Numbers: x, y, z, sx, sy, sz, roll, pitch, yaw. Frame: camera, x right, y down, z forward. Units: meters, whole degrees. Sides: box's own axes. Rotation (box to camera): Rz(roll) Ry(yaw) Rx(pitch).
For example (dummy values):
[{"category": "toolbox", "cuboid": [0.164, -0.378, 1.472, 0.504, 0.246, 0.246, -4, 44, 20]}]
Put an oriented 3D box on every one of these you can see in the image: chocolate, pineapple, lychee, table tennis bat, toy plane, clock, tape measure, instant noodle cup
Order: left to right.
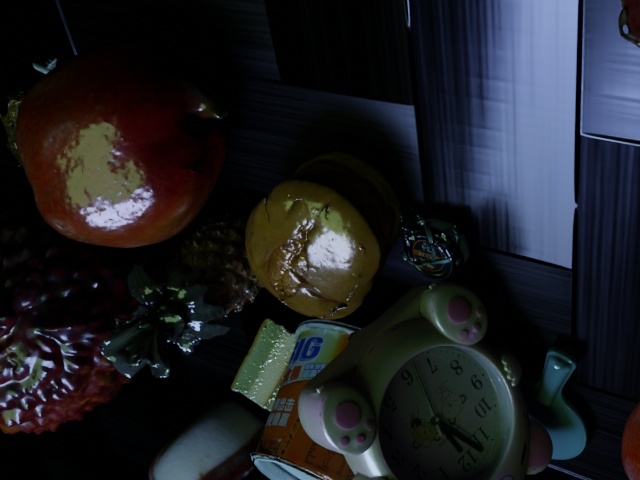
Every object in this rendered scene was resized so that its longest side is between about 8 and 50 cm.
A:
[{"category": "lychee", "cuboid": [-0.485, 0.119, 1.496, 0.425, 0.500, 0.424, 1, 93, 9]}, {"category": "pineapple", "cuboid": [-0.468, -0.163, 1.529, 0.225, 0.076, 0.225, 23, 140, 21]}, {"category": "toy plane", "cuboid": [-0.429, -0.268, 1.435, 0.084, 0.024, 0.078, 35, 147, 19]}, {"category": "pineapple", "cuboid": [-0.199, 0.080, 1.335, 0.170, 0.310, 0.141, 38, 140, 6]}, {"category": "chocolate", "cuboid": [-0.215, 0.439, 1.728, 0.186, 0.283, 0.283, 36, 142, 10]}, {"category": "instant noodle cup", "cuboid": [0.043, 0.283, 1.331, 0.296, 0.214, 0.296, 24, 156, 12]}, {"category": "tape measure", "cuboid": [0.148, 0.009, 1.176, 0.094, 0.054, 0.091, 26, 141, 30]}, {"category": "clock", "cuboid": [0.151, 0.240, 1.179, 0.309, 0.284, 0.114, 53, 160, -11]}, {"category": "table tennis bat", "cuboid": [0.313, 0.229, 1.255, 0.153, 0.040, 0.244, 30, 143, 22]}]

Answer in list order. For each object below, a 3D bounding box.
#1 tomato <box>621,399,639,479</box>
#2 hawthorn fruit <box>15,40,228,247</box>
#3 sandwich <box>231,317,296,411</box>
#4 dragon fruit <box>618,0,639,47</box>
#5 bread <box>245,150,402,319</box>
[{"category": "tomato", "cuboid": [0.447, 0.263, 1.083, 0.167, 0.167, 0.167, 23, 138, 23]}, {"category": "hawthorn fruit", "cuboid": [-0.275, -0.138, 1.235, 0.295, 0.295, 0.311, 37, 140, 6]}, {"category": "sandwich", "cuboid": [-0.062, 0.236, 1.604, 0.117, 0.144, 0.187, 29, 176, 16]}, {"category": "dragon fruit", "cuboid": [0.337, -0.224, 0.744, 0.120, 0.127, 0.161, 33, 142, 0]}, {"category": "bread", "cuboid": [0.000, 0.000, 1.226, 0.195, 0.142, 0.269, 37, 141, 4]}]
